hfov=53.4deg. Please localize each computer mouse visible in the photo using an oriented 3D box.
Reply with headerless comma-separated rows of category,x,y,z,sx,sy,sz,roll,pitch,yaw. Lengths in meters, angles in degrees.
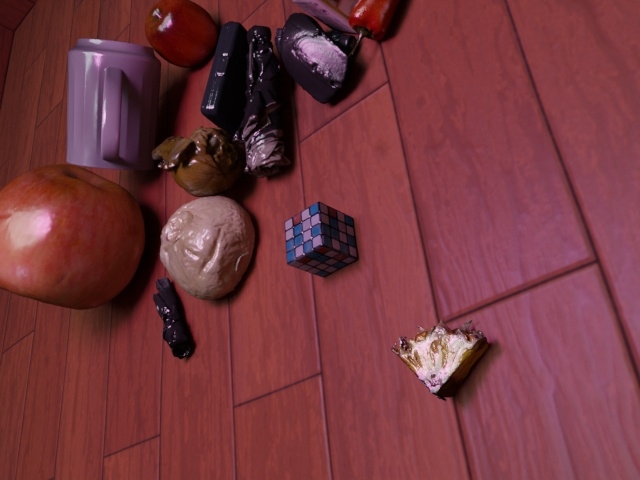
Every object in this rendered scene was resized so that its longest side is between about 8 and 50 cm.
computer mouse,-0.021,-0.379,1.297,0.217,0.074,0.122,49,131,21

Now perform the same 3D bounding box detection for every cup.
cup,-0.549,-0.356,1.683,0.323,0.237,0.326,-140,55,-69

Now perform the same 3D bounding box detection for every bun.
bun,-0.258,0.014,1.376,0.244,0.153,0.243,-19,64,44

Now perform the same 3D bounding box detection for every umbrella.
umbrella,-0.006,-0.428,1.365,0.071,0.080,0.224,-42,38,-25
umbrella,-0.346,0.171,1.469,0.235,0.059,0.066,-122,21,-46
umbrella,-0.136,-0.310,1.382,0.113,0.106,0.357,-23,66,47

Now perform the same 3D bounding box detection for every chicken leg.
chicken leg,-0.308,-0.194,1.506,0.429,0.202,0.152,22,134,59

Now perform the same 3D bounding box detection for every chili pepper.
chili pepper,0.098,-0.435,1.238,0.084,0.086,0.192,27,84,20

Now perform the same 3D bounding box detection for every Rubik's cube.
Rubik's cube,0.000,0.000,1.148,0.092,0.092,0.092,-28,54,36

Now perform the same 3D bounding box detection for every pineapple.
pineapple,0.174,0.170,0.910,0.137,0.069,0.116,-21,58,38

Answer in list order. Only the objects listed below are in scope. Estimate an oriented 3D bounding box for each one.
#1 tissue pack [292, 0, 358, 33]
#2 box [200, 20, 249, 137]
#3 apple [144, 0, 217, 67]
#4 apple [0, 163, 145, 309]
tissue pack,0.024,-0.500,1.296,0.106,0.149,0.099,29,96,49
box,-0.196,-0.366,1.469,0.050,0.160,0.230,8,78,25
apple,-0.378,-0.568,1.740,0.181,0.168,0.180,-19,58,33
apple,-0.644,-0.010,1.619,0.392,0.392,0.346,25,94,49
